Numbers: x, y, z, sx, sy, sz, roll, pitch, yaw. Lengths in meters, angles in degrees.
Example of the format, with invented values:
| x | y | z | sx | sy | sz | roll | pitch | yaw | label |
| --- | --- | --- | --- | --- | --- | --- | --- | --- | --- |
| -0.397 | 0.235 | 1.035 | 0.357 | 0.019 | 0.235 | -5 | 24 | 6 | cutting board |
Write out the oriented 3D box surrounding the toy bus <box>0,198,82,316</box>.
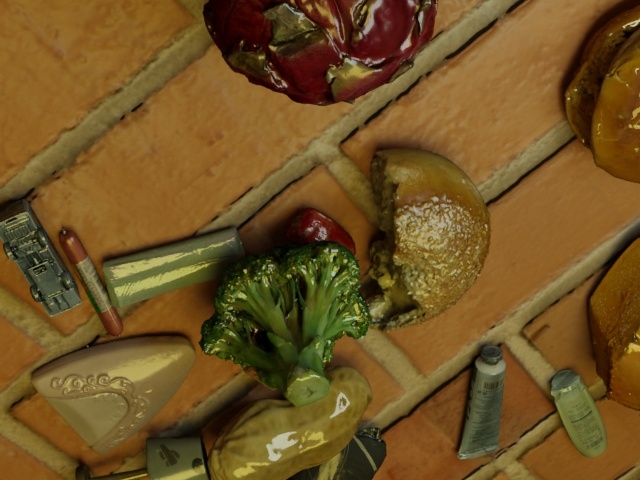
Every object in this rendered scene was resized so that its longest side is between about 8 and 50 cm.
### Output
| x | y | z | sx | sy | sz | roll | pitch | yaw | label |
| --- | --- | --- | --- | --- | --- | --- | --- | --- | --- |
| -0.412 | 0.025 | 1.780 | 0.064 | 0.075 | 0.190 | -23 | 126 | -1 | toy bus |

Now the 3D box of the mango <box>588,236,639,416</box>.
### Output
| x | y | z | sx | sy | sz | roll | pitch | yaw | label |
| --- | --- | --- | --- | --- | --- | --- | --- | --- | --- |
| 0.573 | 0.134 | 2.124 | 0.199 | 0.201 | 0.350 | -19 | 125 | -52 | mango |

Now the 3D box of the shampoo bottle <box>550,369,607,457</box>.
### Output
| x | y | z | sx | sy | sz | roll | pitch | yaw | label |
| --- | --- | --- | --- | --- | --- | --- | --- | --- | --- |
| 0.487 | 0.328 | 2.284 | 0.072 | 0.049 | 0.212 | -26 | 126 | 3 | shampoo bottle |

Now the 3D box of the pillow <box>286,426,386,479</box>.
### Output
| x | y | z | sx | sy | sz | roll | pitch | yaw | label |
| --- | --- | --- | --- | --- | --- | --- | --- | --- | --- |
| 0.001 | 0.471 | 2.169 | 0.162 | 0.092 | 0.335 | 20 | 101 | -25 | pillow |

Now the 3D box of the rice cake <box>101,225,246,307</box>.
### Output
| x | y | z | sx | sy | sz | roll | pitch | yaw | label |
| --- | --- | --- | --- | --- | --- | --- | --- | --- | --- |
| -0.222 | 0.038 | 1.873 | 0.222 | 0.042 | 0.080 | -15 | 121 | -9 | rice cake |

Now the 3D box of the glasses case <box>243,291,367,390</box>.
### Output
| x | y | z | sx | sy | sz | roll | pitch | yaw | label |
| --- | --- | --- | --- | --- | --- | --- | --- | --- | --- |
| -0.031 | 0.148 | 2.000 | 0.218 | 0.049 | 0.075 | -43 | 130 | 11 | glasses case |

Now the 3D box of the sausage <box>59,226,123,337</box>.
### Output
| x | y | z | sx | sy | sz | roll | pitch | yaw | label |
| --- | --- | --- | --- | --- | --- | --- | --- | --- | --- |
| -0.348 | 0.067 | 1.856 | 0.029 | 0.029 | 0.223 | -23 | 125 | -4 | sausage |

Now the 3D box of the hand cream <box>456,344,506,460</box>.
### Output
| x | y | z | sx | sy | sz | roll | pitch | yaw | label |
| --- | --- | --- | --- | --- | --- | --- | --- | --- | --- |
| 0.297 | 0.300 | 2.203 | 0.088 | 0.055 | 0.256 | -14 | 127 | -19 | hand cream |

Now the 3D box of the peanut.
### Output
| x | y | z | sx | sy | sz | roll | pitch | yaw | label |
| --- | --- | --- | --- | --- | --- | --- | --- | --- | --- |
| -0.048 | 0.317 | 2.036 | 0.306 | 0.147 | 0.147 | -23 | 126 | -12 | peanut |

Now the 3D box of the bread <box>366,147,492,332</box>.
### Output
| x | y | z | sx | sy | sz | roll | pitch | yaw | label |
| --- | --- | --- | --- | --- | --- | --- | --- | --- | --- |
| 0.174 | 0.009 | 1.908 | 0.192 | 0.171 | 0.314 | -3 | 122 | -12 | bread |

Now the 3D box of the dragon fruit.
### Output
| x | y | z | sx | sy | sz | roll | pitch | yaw | label |
| --- | --- | --- | --- | --- | --- | --- | --- | --- | --- |
| 0.005 | -0.325 | 1.557 | 0.329 | 0.329 | 0.329 | -8 | 123 | -13 | dragon fruit |

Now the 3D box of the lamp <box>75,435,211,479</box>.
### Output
| x | y | z | sx | sy | sz | roll | pitch | yaw | label |
| --- | --- | --- | --- | --- | --- | --- | --- | --- | --- |
| -0.293 | 0.391 | 2.024 | 0.215 | 0.121 | 0.121 | -13 | 124 | -4 | lamp |

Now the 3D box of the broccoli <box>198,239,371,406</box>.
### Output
| x | y | z | sx | sy | sz | roll | pitch | yaw | label |
| --- | --- | --- | --- | --- | --- | --- | --- | --- | --- |
| -0.036 | 0.129 | 1.823 | 0.254 | 0.269 | 0.269 | 11 | 117 | -23 | broccoli |

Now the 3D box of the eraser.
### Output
| x | y | z | sx | sy | sz | roll | pitch | yaw | label |
| --- | --- | --- | --- | --- | --- | --- | --- | --- | --- |
| -0.309 | 0.233 | 1.954 | 0.243 | 0.059 | 0.204 | -29 | 126 | 6 | eraser |

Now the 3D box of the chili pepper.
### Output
| x | y | z | sx | sy | sz | roll | pitch | yaw | label |
| --- | --- | --- | --- | --- | --- | --- | --- | --- | --- |
| 0.000 | 0.000 | 1.908 | 0.073 | 0.070 | 0.123 | -33 | 129 | 24 | chili pepper |

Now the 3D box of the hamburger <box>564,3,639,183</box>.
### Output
| x | y | z | sx | sy | sz | roll | pitch | yaw | label |
| --- | --- | --- | --- | --- | --- | --- | --- | --- | --- |
| 0.548 | -0.222 | 1.888 | 0.314 | 0.170 | 0.289 | 0 | 127 | -20 | hamburger |
